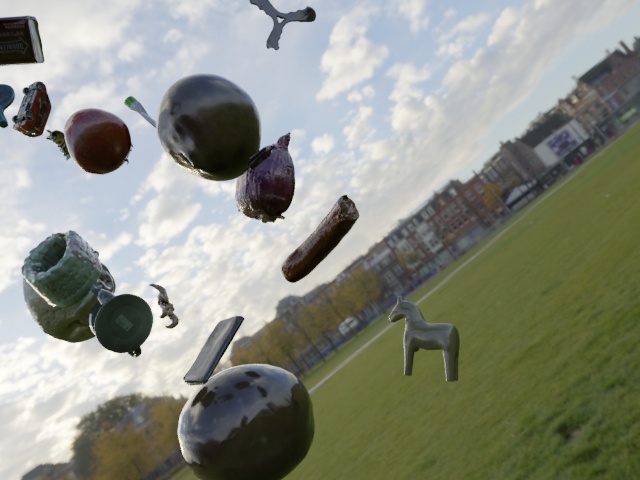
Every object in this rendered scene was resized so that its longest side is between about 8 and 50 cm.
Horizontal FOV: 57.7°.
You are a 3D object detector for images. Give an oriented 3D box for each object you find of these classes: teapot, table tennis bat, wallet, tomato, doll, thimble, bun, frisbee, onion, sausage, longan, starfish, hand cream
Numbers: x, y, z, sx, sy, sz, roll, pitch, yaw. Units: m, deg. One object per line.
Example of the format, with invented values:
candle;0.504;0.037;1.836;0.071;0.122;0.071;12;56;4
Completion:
teapot;-0.573;0.230;1.632;0.149;0.239;0.162;5;35;48
table tennis bat;-1.045;-0.436;1.883;0.124;0.201;0.033;-25;-31;-9
wallet;-0.206;0.211;1.124;0.082;0.018;0.157;-19;32;42
tomato;-0.545;-0.244;1.415;0.167;0.167;0.167;-37;-9;-7
doll;-0.831;-0.328;1.892;0.078;0.113;0.077;-17;25;45
thimble;-0.756;0.079;1.719;0.211;0.185;0.149;-62;-39;-34
bun;-0.834;0.163;1.984;0.210;0.360;0.359;-26;-7;9
frisbee;-0.132;-0.662;1.774;0.012;0.210;0.188;125;163;-74
onion;-0.208;-0.243;2.078;0.159;0.349;0.267;17;-20;-35
sausage;0.002;0.000;1.552;0.302;0.076;0.102;-49;-19;29
longan;-0.317;-0.323;1.686;0.319;0.319;0.319;-37;-9;-7
starfish;-0.635;0.261;2.371;0.071;0.216;0.238;-20;-9;-15
longan;-0.207;0.527;1.668;0.404;0.336;0.404;-7;20;3
hand cream;-0.676;-0.479;2.332;0.079;0.275;0.050;-35;-17;-52

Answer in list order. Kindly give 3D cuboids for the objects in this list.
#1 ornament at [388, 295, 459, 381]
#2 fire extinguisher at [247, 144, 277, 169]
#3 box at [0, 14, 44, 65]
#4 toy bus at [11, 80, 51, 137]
ornament;0.310;0.293;1.767;0.230;0.245;0.061;-3;-9;35
fire extinguisher;-0.162;-0.234;1.580;0.100;0.032;0.046;-37;-45;19
box;-0.823;-0.498;1.460;0.223;0.120;0.069;-3;16;-3
toy bus;-0.997;-0.460;2.027;0.081;0.195;0.089;-10;-28;28
